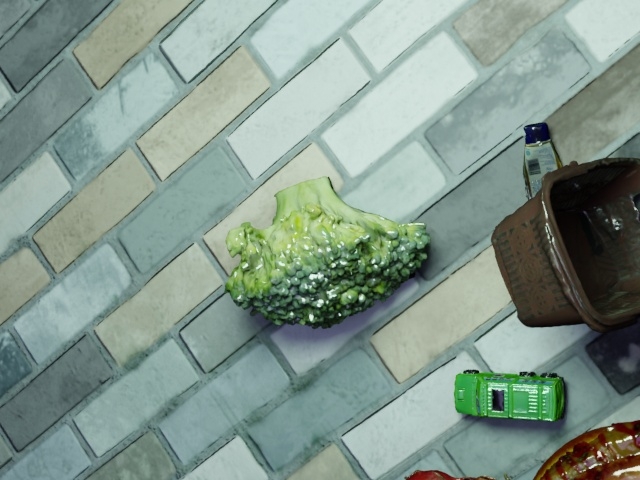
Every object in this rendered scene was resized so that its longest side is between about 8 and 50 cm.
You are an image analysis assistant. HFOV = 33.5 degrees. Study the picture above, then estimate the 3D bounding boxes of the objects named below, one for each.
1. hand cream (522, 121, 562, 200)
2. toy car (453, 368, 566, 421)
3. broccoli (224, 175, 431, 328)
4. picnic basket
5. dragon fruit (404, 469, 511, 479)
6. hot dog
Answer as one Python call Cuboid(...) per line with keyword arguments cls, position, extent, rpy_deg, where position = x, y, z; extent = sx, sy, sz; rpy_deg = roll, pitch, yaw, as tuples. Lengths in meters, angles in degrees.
Cuboid(cls="hand cream", position=(0.324, -0.089, 1.545), extent=(0.062, 0.039, 0.163), rpy_deg=(-8, 96, 19))
Cuboid(cls="toy car", position=(0.274, 0.230, 1.562), extent=(0.165, 0.062, 0.071), rpy_deg=(1, 94, 21))
Cuboid(cls="broccoli", position=(0.000, 0.000, 1.588), extent=(0.248, 0.288, 0.245), rpy_deg=(-48, 55, 54))
Cuboid(cls="picnic basket", position=(0.350, 0.011, 1.412), extent=(0.129, 0.297, 0.222), rpy_deg=(-24, 83, 45))
Cuboid(cls="dragon fruit", position=(0.193, 0.384, 1.601), extent=(0.191, 0.094, 0.094), rpy_deg=(-15, 87, -4))
Cuboid(cls="hot dog", position=(0.404, 0.378, 1.458), extent=(0.405, 0.185, 0.223), rpy_deg=(-37, 81, 18))
